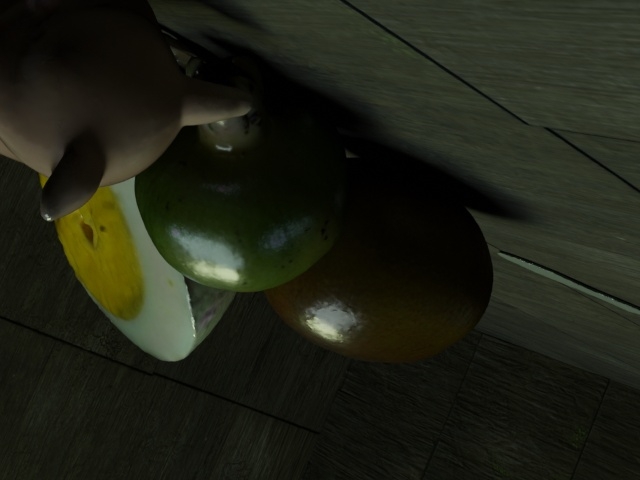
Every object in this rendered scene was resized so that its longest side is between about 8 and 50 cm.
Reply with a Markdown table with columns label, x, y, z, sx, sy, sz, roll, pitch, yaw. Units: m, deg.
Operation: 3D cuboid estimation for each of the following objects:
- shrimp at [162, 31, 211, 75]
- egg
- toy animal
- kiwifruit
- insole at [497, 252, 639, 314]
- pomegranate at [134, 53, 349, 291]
| label | x | y | z | sx | sy | sz | roll | pitch | yaw |
| --- | --- | --- | --- | --- | --- | --- | --- | --- | --- |
| shrimp | -0.186 | -0.165 | 1.012 | 0.219 | 0.046 | 0.152 | 19 | 177 | -4 |
| egg | -0.181 | -0.044 | 1.434 | 0.337 | 0.201 | 0.337 | 39 | 147 | 32 |
| toy animal | -0.194 | -0.118 | 0.858 | 0.250 | 0.166 | 0.154 | 32 | 162 | 40 |
| kiwifruit | 0.058 | 0.023 | 1.153 | 0.196 | 0.196 | 0.234 | 20 | -179 | 44 |
| insole | 0.305 | 0.053 | 1.455 | 0.197 | 0.004 | 0.065 | 23 | 176 | 5 |
| pomegranate | -0.073 | -0.050 | 0.988 | 0.179 | 0.179 | 0.210 | 21 | 175 | 28 |
